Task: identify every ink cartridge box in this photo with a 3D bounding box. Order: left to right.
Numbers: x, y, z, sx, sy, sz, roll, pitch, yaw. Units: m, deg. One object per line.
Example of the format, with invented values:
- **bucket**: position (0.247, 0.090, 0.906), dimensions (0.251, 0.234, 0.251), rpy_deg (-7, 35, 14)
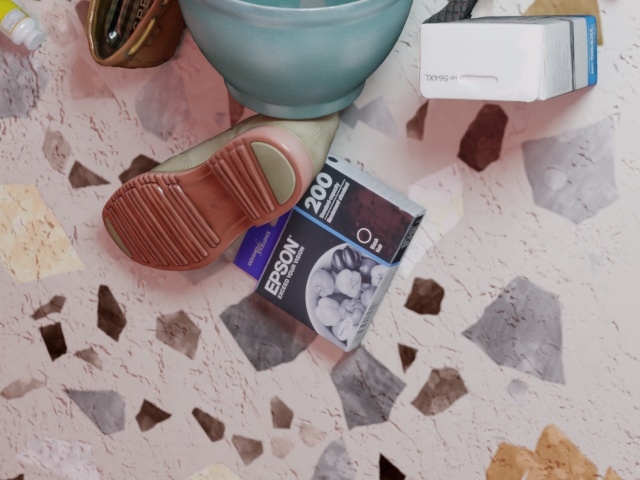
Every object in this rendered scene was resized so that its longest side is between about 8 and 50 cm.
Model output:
- **ink cartridge box**: position (0.000, 0.000, 2.090), dimensions (0.208, 0.045, 0.206), rpy_deg (32, 111, 19)
- **ink cartridge box**: position (0.214, -0.208, 1.864), dimensions (0.148, 0.203, 0.085), rpy_deg (3, 101, 24)

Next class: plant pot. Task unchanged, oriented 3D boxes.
- **plant pot**: position (-0.030, -0.267, 1.948), dimensions (0.293, 0.293, 0.196), rpy_deg (20, 133, 21)

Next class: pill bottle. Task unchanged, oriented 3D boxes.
- **pill bottle**: position (-0.412, -0.292, 2.232), dimensions (0.083, 0.043, 0.043), rpy_deg (40, 113, 13)

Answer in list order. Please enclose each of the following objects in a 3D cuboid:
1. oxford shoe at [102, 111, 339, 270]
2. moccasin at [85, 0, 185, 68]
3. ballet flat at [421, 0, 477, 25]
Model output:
- **oxford shoe**: position (-0.123, -0.067, 2.098), dimensions (0.397, 0.146, 0.140), rpy_deg (-18, 110, 44)
- **moccasin**: position (-0.210, -0.397, 2.060), dimensions (0.139, 0.147, 0.380), rpy_deg (30, 110, 18)
- **ballet flat**: position (0.173, -0.308, 1.944), dimensions (0.049, 0.057, 0.173), rpy_deg (29, 112, 4)
